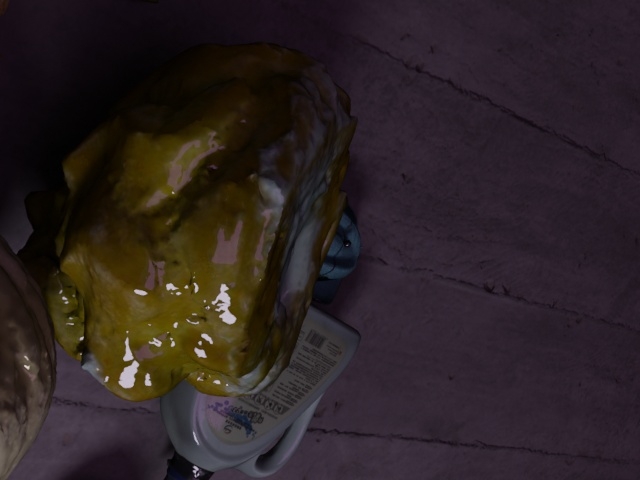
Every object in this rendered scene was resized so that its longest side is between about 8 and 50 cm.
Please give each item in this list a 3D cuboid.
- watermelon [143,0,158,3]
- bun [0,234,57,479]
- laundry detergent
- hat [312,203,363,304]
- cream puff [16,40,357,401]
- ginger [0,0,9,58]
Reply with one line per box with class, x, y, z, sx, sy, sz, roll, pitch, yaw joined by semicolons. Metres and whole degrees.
watermelon;-0.164;-0.288;0.908;0.125;0.094;0.135;-39;132;-30
bun;-0.385;0.067;0.730;0.349;0.352;0.227;-50;157;-64
laundry detergent;-0.088;0.192;1.149;0.215;0.105;0.280;32;85;-40
hat;0.000;0.000;1.152;0.191;0.078;0.138;36;65;-43
cream puff;-0.138;-0.018;0.911;0.378;0.275;0.378;20;90;-79
ginger;-0.351;-0.161;0.802;0.216;0.102;0.157;-66;163;-6
